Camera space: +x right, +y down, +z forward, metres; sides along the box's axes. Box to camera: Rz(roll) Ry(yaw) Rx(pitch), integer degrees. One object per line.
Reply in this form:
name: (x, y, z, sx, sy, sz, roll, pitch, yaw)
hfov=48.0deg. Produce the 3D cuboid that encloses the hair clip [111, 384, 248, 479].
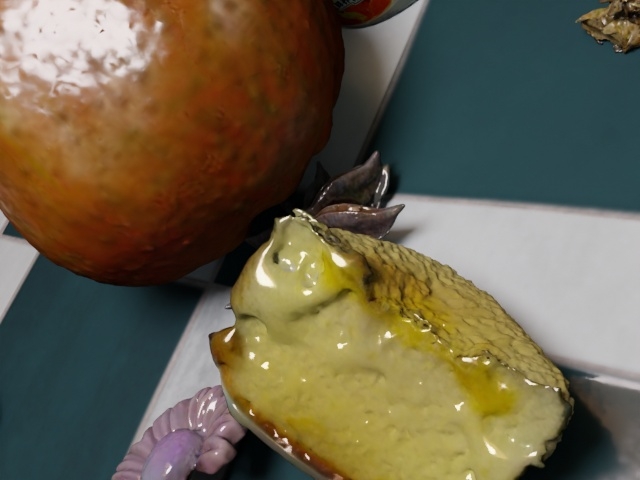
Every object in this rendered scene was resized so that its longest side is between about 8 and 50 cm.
hair clip: (-0.160, 0.260, 0.621, 0.173, 0.069, 0.300, 1, 64, 63)

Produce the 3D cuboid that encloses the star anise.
star anise: (0.000, 0.000, 0.693, 0.181, 0.061, 0.204, 13, 65, 54)

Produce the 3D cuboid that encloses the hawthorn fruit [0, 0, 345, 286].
hawthorn fruit: (-0.189, -0.174, 0.704, 0.403, 0.403, 0.402, -19, 52, 26)

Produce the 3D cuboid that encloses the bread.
bread: (0.053, 0.091, 0.544, 0.252, 0.133, 0.174, 30, 112, 17)

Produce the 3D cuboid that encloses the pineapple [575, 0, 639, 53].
pineapple: (0.286, -0.240, 0.591, 0.164, 0.140, 0.249, 8, 70, 42)

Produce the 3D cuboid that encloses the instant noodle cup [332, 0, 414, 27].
instant noodle cup: (0.027, -0.387, 0.832, 0.265, 0.200, 0.264, -20, 52, 27)
